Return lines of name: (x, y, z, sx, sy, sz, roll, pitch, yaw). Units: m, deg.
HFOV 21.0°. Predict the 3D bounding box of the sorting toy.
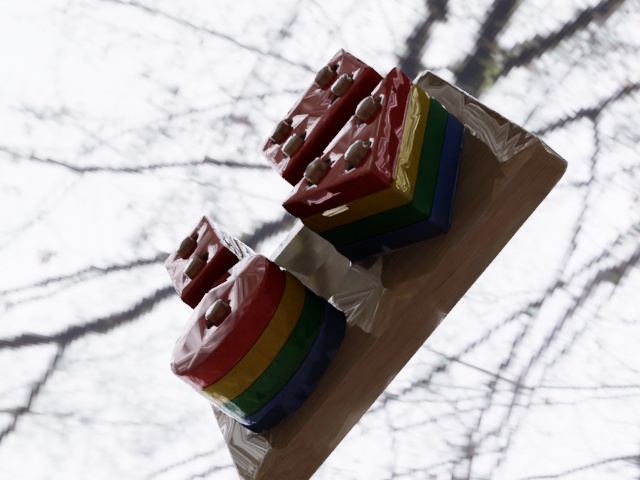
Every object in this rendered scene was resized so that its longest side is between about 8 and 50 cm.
sorting toy: (0.000, 0.000, 1.061, 0.257, 0.089, 0.255, -50, -162, 4)
